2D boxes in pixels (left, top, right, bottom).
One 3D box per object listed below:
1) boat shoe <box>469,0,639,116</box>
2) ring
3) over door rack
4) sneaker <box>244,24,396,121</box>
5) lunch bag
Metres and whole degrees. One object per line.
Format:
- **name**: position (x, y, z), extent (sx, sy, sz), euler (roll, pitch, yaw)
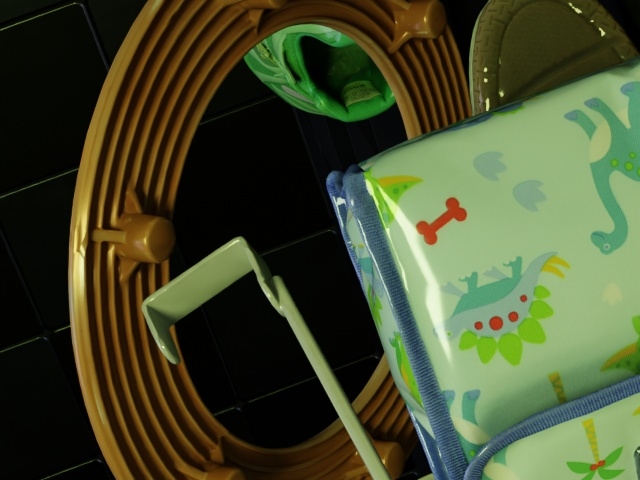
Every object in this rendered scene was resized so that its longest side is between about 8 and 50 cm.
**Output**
- **boat shoe**: position (0.104, -0.004, 0.604), extent (0.072, 0.068, 0.190), euler (-45, -65, -80)
- **ring**: position (0.000, 0.000, 0.845), extent (0.336, 0.032, 0.337), euler (-12, -75, -53)
- **over door rack**: position (0.087, 0.134, 0.685), extent (0.324, 0.108, 0.239), euler (42, 172, 46)
- **sneaker**: position (0.002, -0.132, 1.158), extent (0.295, 0.109, 0.124), euler (84, 169, -78)
- **lunch bag**: position (0.086, 0.029, 0.482), extent (0.096, 0.128, 0.151), euler (-141, 31, -86)
